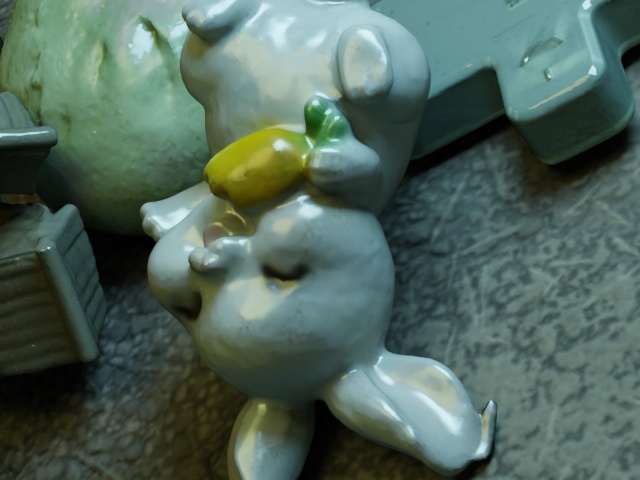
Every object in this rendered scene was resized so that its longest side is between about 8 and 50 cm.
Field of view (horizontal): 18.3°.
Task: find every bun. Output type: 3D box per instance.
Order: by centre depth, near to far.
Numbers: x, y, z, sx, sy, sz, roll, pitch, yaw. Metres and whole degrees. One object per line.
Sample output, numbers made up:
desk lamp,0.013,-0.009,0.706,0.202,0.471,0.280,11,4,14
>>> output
bun,-0.126,-0.147,1.412,0.283,0.179,0.283,-19,50,24

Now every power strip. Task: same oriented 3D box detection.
power strip,0.147,-0.133,1.276,0.265,0.059,0.193,-28,40,18

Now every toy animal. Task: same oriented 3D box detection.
toy animal,-0.007,-0.002,1.203,0.208,0.154,0.325,-20,83,19

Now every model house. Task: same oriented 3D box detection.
model house,-0.229,0.009,1.359,0.122,0.229,0.188,-23,11,-38

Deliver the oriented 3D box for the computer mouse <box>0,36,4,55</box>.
computer mouse,-0.282,-0.110,1.604,0.079,0.047,0.135,-10,62,47
